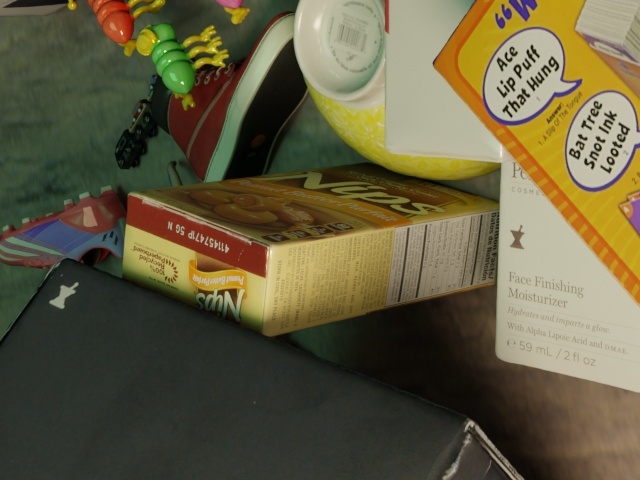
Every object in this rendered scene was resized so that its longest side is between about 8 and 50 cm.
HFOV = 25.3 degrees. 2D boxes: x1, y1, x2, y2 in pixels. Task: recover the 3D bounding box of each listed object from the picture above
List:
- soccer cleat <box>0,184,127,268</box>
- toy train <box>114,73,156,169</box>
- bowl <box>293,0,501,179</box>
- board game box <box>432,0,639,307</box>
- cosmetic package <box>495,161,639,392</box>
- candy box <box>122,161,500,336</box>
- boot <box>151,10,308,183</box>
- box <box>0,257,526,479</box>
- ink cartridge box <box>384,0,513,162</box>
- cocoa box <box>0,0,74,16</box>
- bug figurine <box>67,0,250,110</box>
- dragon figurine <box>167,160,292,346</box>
[{"bbox_3d":[-0.325,0.006,1.787,0.248,0.083,0.095,-21,88,42],"label":"soccer cleat"},{"bbox_3d":[-0.204,-0.145,1.672,0.158,0.027,0.036,-54,51,37],"label":"toy train"},{"bbox_3d":[0.068,-0.191,1.305,0.289,0.156,0.289,11,105,43],"label":"bowl"},{"bbox_3d":[0.369,-0.128,0.881,0.356,0.356,0.356,53,130,23],"label":"board game box"},{"bbox_3d":[0.248,0.010,1.172,0.151,0.151,0.184,9,105,42],"label":"cosmetic package"},{"bbox_3d":[0.000,0.000,1.296,0.183,0.316,0.087,20,111,40],"label":"candy box"},{"bbox_3d":[-0.104,-0.180,1.528,0.176,0.088,0.244,52,133,26],"label":"boot"},{"bbox_3d":[-0.027,0.301,1.234,0.480,0.472,0.297,18,66,41],"label":"box"},{"bbox_3d":[0.176,-0.174,1.121,0.114,0.273,0.197,9,105,40],"label":"ink cartridge box"},{"bbox_3d":[-0.372,-0.449,1.626,0.228,0.231,0.347,-13,90,44],"label":"cocoa box"},{"bbox_3d":[-0.152,-0.273,1.467,0.279,0.072,0.216,-52,59,34],"label":"bug figurine"},{"bbox_3d":[-0.119,0.037,1.583,0.289,0.085,0.144,42,124,29],"label":"dragon figurine"}]
